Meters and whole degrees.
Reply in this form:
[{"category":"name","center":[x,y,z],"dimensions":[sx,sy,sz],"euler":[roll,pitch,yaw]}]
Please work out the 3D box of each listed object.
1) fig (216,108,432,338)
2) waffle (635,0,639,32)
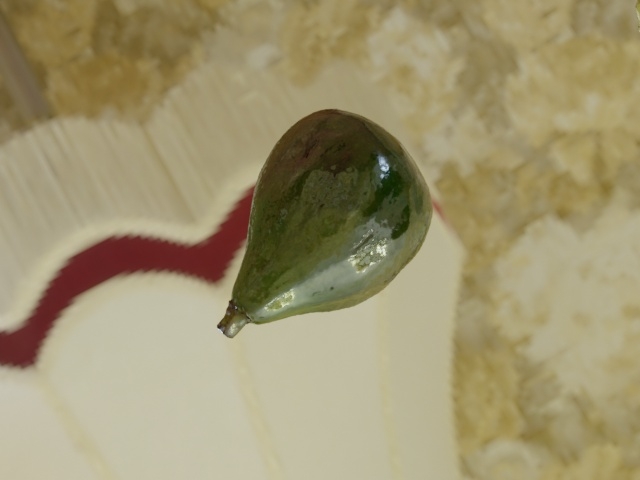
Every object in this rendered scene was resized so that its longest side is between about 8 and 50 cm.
[{"category":"fig","center":[0.000,0.000,1.179],"dimensions":[0.177,0.117,0.117],"euler":[-54,-175,-40]},{"category":"waffle","center":[0.309,-0.103,1.058],"dimensions":[0.245,0.254,0.052],"euler":[-3,119,-8]}]
